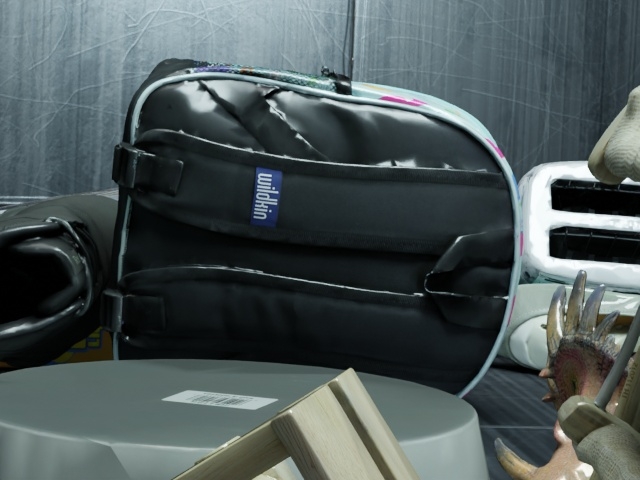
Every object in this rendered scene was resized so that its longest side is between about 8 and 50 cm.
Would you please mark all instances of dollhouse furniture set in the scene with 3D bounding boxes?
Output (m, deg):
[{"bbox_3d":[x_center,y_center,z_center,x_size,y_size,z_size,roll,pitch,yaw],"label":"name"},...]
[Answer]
[{"bbox_3d":[-0.024,0.138,0.632,0.151,0.123,0.144,-32,-3,12],"label":"dollhouse furniture set"}]

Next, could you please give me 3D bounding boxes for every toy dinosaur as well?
[{"bbox_3d":[0.208,0.077,0.991,0.200,0.127,0.295,-3,-3,15],"label":"toy dinosaur"}]

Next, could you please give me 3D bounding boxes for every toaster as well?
[{"bbox_3d":[0.226,0.012,1.468,0.227,0.129,0.146,6,-22,1],"label":"toaster"}]

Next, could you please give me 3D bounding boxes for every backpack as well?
[{"bbox_3d":[0.000,0.000,1.179,0.253,0.225,0.191,6,10,2],"label":"backpack"}]

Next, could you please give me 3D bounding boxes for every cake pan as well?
[{"bbox_3d":[-0.050,0.103,0.895,0.293,0.054,0.293,3,5,0],"label":"cake pan"}]

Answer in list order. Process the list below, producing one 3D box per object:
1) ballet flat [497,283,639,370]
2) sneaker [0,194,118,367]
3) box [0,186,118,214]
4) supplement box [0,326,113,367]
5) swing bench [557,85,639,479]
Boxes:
[{"bbox_3d":[0.208,0.073,1.369,0.213,0.072,0.068,1,34,13],"label":"ballet flat"},{"bbox_3d":[-0.182,0.028,1.163,0.130,0.109,0.286,-22,5,31],"label":"sneaker"},{"bbox_3d":[-0.206,-0.014,1.629,0.183,0.056,0.231,-7,5,19],"label":"box"},{"bbox_3d":[-0.161,0.053,1.333,0.233,0.078,0.080,1,8,-9],"label":"supplement box"},{"bbox_3d":[0.172,0.033,0.613,0.165,0.255,0.253,2,4,2],"label":"swing bench"}]
